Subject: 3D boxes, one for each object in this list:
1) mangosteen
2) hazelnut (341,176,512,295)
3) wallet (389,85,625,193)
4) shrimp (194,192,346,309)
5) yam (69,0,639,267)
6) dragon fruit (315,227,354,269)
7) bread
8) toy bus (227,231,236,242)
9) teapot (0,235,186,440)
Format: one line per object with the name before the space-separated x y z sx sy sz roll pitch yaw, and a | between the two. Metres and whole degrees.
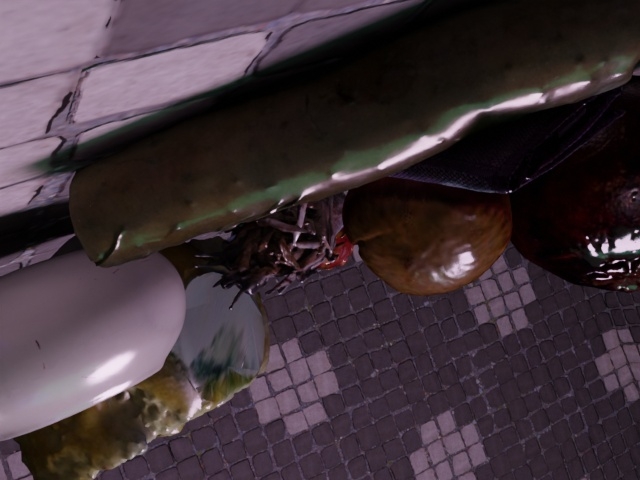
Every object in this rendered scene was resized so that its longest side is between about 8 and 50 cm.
mangosteen | 0.368 -0.083 1.024 0.297 0.293 0.297 18 165 5
hazelnut | 0.131 -0.041 0.990 0.208 0.208 0.208 -20 179 0
wallet | 0.080 -0.068 0.490 0.111 0.030 0.165 -33 -152 -31
shrimp | -0.049 0.001 1.007 0.145 0.117 0.343 -21 -175 25
yam | 0.016 -0.062 0.427 0.317 0.067 0.071 -19 -167 7
dragon fruit | 0.000 0.000 1.753 0.165 0.133 0.136 -21 137 -47
bread | -0.199 0.123 1.052 0.263 0.239 0.395 -21 -179 26
toy bus | -0.061 -0.008 1.305 0.167 0.076 0.073 -20 179 -32
teapot | -0.206 0.059 0.595 0.204 0.140 0.298 -19 -178 19
